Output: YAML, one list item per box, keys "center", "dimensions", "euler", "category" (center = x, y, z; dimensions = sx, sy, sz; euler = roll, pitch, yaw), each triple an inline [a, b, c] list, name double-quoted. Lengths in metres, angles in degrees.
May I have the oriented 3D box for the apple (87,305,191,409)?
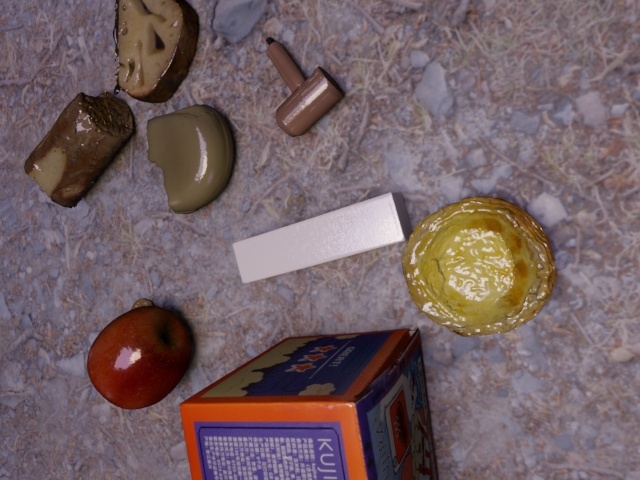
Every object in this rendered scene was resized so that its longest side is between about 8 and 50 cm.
- center: [-0.342, 0.224, 0.894]
  dimensions: [0.168, 0.181, 0.181]
  euler: [-32, 82, 15]
  category: "apple"

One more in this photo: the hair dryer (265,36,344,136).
- center: [-0.050, -0.278, 0.800]
  dimensions: [0.117, 0.064, 0.182]
  euler: [-38, 72, 22]
  category: "hair dryer"

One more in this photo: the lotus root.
- center: [-0.318, -0.397, 0.891]
  dimensions: [0.170, 0.074, 0.261]
  euler: [10, 96, 21]
  category: "lotus root"

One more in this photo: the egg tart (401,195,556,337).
- center: [0.231, 0.038, 0.684]
  dimensions: [0.212, 0.090, 0.213]
  euler: [1, 93, 24]
  category: "egg tart"

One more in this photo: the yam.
- center: [-0.494, -0.189, 0.956]
  dimensions: [0.238, 0.129, 0.128]
  euler: [-39, 44, 20]
  category: "yam"

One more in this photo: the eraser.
- center: [0.000, -0.001, 0.785]
  dimensions: [0.297, 0.076, 0.078]
  euler: [-16, 88, 23]
  category: "eraser"

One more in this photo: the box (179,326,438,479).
- center: [0.019, 0.339, 0.673]
  dimensions: [0.256, 0.318, 0.349]
  euler: [-9, 90, 24]
  category: "box"

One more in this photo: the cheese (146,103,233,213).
- center: [-0.245, -0.151, 0.870]
  dimensions: [0.175, 0.091, 0.203]
  euler: [0, 94, 24]
  category: "cheese"

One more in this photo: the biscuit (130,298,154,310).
- center: [-0.390, 0.191, 0.996]
  dimensions: [0.071, 0.018, 0.147]
  euler: [33, 107, 18]
  category: "biscuit"
